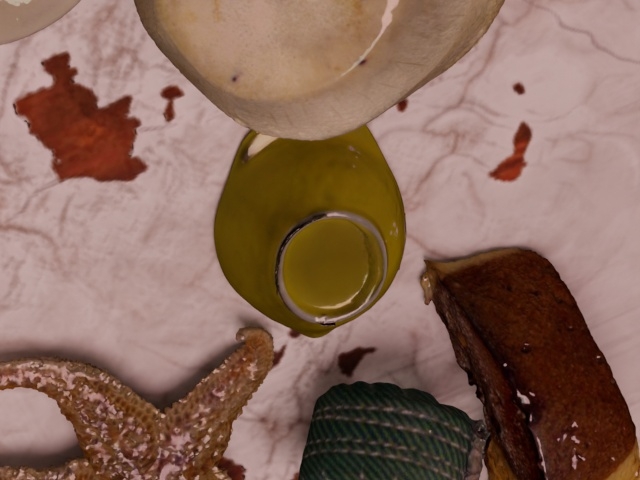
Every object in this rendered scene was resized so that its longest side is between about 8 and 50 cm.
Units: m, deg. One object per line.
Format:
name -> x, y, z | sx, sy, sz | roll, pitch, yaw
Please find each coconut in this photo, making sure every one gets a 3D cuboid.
coconut -> 0.004, -0.199, 1.185 | 0.245, 0.247, 0.245 | 5, 110, 15

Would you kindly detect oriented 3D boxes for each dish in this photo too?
dish -> 0.000, 0.000, 1.373 | 0.149, 0.080, 0.207 | -12, 121, -10

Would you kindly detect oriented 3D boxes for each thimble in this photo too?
thimble -> 0.053, 0.167, 1.436 | 0.118, 0.135, 0.090 | 34, 63, -45

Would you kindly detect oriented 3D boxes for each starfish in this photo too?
starfish -> -0.149, 0.197, 1.448 | 0.299, 0.060, 0.302 | -24, 121, -5

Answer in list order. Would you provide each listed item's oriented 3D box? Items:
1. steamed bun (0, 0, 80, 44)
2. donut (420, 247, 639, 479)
steamed bun -> -0.203, -0.251, 1.143 | 0.164, 0.146, 0.241 | -7, 119, -6
donut -> 0.186, 0.141, 1.464 | 0.112, 0.151, 0.295 | -28, 121, -11
